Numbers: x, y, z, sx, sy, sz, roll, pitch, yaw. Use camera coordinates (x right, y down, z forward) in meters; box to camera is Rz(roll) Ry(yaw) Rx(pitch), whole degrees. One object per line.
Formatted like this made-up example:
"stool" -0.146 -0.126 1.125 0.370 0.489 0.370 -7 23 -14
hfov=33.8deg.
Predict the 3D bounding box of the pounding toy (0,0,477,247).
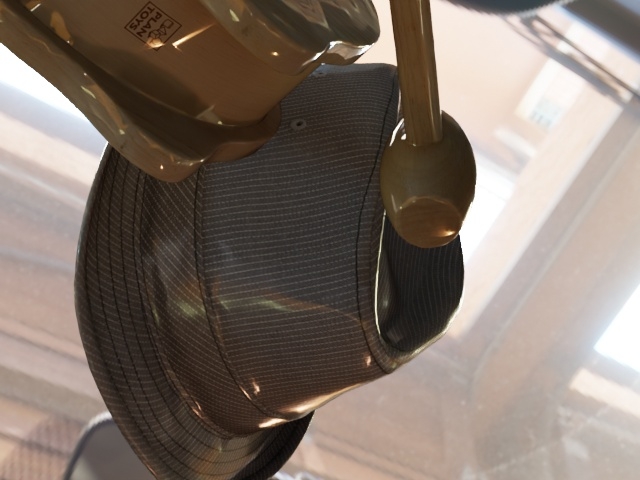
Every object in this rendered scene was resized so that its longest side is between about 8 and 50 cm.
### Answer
"pounding toy" -0.032 -0.126 0.406 0.269 0.155 0.154 43 -155 -16

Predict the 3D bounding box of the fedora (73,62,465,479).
"fedora" 0.000 0.000 0.562 0.275 0.124 0.243 -63 -41 -52
